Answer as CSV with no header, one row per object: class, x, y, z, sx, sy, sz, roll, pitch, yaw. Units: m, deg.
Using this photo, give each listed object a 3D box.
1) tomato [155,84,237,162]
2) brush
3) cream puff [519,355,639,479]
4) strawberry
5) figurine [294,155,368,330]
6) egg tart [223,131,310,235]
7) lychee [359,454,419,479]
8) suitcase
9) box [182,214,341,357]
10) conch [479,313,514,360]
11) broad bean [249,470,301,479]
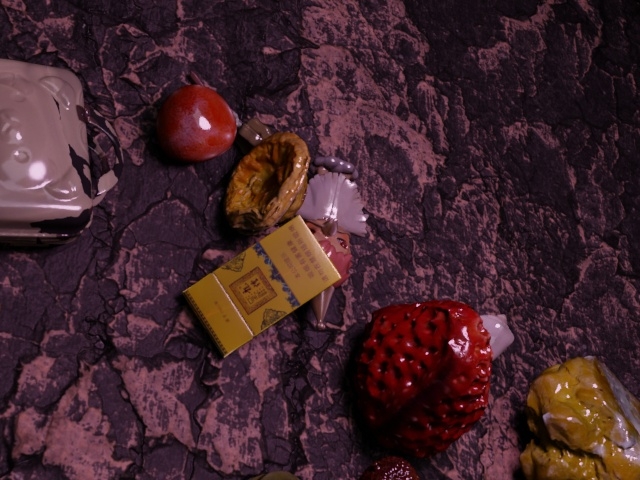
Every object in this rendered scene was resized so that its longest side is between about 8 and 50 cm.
tomato,-0.259,-0.236,1.757,0.167,0.167,0.167,13,61,-25
brush,-0.186,-0.260,1.873,0.301,0.084,0.071,46,49,3
cream puff,0.573,0.450,1.867,0.378,0.275,0.378,40,25,-24
strawberry,0.232,0.249,1.691,0.295,0.345,0.318,31,55,-12
figurine,0.000,0.000,1.790,0.206,0.166,0.387,21,56,-15
egg tart,-0.100,-0.108,1.752,0.106,0.241,0.241,36,51,-38
lychee,0.141,0.481,1.665,0.129,0.123,0.123,34,54,-11
suitcase,-0.528,-0.163,1.544,0.339,0.194,0.352,3,66,-32
box,-0.114,0.088,1.675,0.279,0.041,0.153,-34,87,-6
conch,0.374,0.234,1.964,0.176,0.094,0.104,-47,109,-11
broad bean,-0.062,0.509,1.574,0.206,0.072,0.153,41,55,-21
